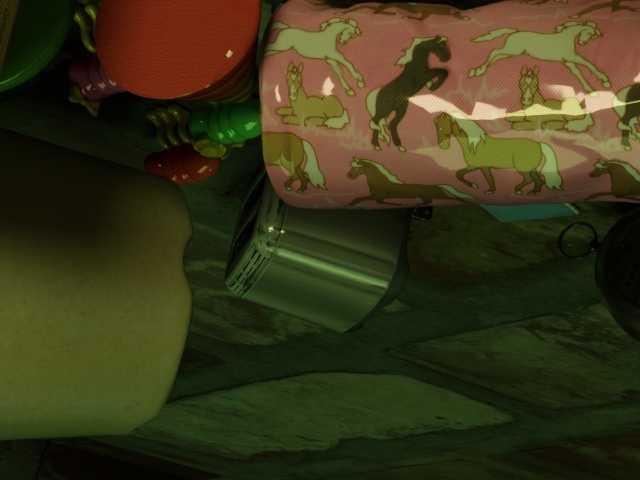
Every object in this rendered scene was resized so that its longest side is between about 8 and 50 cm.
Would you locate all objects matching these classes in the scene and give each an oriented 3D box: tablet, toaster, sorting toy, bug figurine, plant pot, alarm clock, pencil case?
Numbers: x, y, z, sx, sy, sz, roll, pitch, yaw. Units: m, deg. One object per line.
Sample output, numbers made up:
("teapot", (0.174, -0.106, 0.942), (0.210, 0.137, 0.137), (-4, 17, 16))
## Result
("tablet", (0.196, -0.032, 1.391), (0.083, 0.006, 0.054), (-6, 156, 36))
("toaster", (0.000, 0.000, 1.385), (0.146, 0.129, 0.227), (15, 160, -11))
("sorting toy", (-0.192, -0.143, 1.081), (0.366, 0.127, 0.126), (6, 163, 22))
("bug figurine", (-0.159, -0.111, 1.234), (0.279, 0.072, 0.216), (25, 154, -36))
("plant pot", (-0.279, 0.036, 1.186), (0.305, 0.333, 0.334), (9, 161, -25))
("alarm clock", (0.298, 0.022, 1.335), (0.192, 0.129, 0.064), (20, 168, 36))
("pencil case", (0.150, -0.100, 0.997), (0.386, 0.167, 0.160), (0, 158, 22))

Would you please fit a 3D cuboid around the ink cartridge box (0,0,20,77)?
("ink cartridge box", (-0.272, -0.172, 0.881), (0.193, 0.234, 0.088), (-2, 156, 29))
